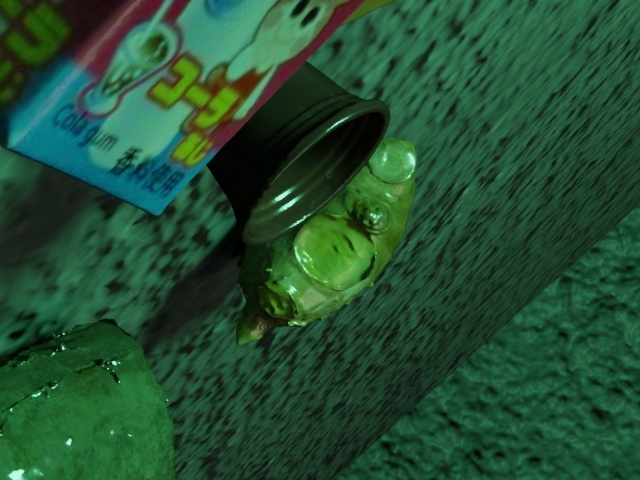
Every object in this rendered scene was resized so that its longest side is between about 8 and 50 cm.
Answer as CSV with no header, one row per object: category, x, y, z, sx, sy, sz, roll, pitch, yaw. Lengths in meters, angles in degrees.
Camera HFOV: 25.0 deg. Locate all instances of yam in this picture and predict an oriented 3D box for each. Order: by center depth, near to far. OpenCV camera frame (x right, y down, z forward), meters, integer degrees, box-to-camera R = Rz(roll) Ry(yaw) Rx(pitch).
yam,-0.239,0.175,0.963,0.304,0.168,0.168,-29,160,-44

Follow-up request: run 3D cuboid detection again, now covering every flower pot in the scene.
flower pot,-0.030,-0.066,0.813,0.111,0.089,0.111,-39,165,-13

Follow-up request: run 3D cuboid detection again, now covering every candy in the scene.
candy,-0.020,-0.157,0.599,0.306,0.100,0.157,-45,162,4

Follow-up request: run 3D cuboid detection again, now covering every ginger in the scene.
ginger,0.000,0.000,1.158,0.216,0.102,0.157,-47,-169,4

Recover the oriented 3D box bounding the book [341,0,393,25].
book,0.033,-0.207,0.804,0.374,0.028,0.262,-30,161,-34
